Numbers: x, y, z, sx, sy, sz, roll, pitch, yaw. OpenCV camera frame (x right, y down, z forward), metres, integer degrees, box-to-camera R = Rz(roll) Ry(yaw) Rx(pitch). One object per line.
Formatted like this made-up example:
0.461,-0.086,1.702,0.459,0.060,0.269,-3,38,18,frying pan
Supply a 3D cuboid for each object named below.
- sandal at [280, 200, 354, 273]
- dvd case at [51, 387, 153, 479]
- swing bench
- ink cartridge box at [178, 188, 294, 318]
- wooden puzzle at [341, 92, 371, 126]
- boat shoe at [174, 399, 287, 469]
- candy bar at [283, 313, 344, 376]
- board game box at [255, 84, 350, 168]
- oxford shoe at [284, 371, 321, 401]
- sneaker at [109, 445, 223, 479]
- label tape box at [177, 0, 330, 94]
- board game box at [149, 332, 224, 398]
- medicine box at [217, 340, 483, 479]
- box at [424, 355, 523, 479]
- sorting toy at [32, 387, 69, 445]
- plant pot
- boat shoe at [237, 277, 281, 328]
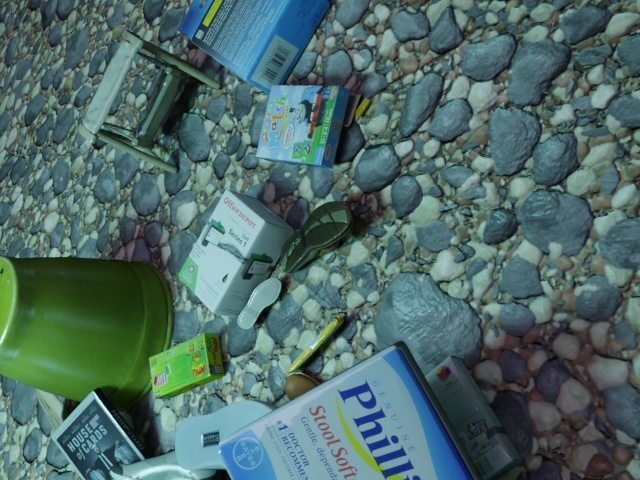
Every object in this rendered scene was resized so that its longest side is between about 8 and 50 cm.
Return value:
0.000,0.000,1.413,0.219,0.060,0.090,-44,44,40,sandal
-0.464,0.464,1.613,0.238,0.029,0.179,48,112,10,dvd case
-0.419,-0.333,1.757,0.165,0.255,0.253,38,102,42,swing bench
-0.176,0.026,1.531,0.160,0.092,0.219,38,102,42,ink cartridge box
0.048,-0.263,1.484,0.116,0.014,0.078,30,92,44,wooden puzzle
-0.107,0.359,1.310,0.367,0.156,0.136,-24,64,49,boat shoe
-0.010,0.194,1.366,0.018,0.040,0.161,45,108,12,candy bar
-0.040,-0.236,1.520,0.211,0.039,0.160,13,90,48,board game box
-0.015,0.308,1.306,0.076,0.076,0.212,-56,45,16,oxford shoe
-0.305,0.466,1.495,0.271,0.100,0.108,-4,59,27,sneaker
-0.159,-0.506,1.685,0.334,0.106,0.240,43,105,42,label tape box
-0.286,0.268,1.577,0.181,0.043,0.092,-27,65,33,board game box
0.054,0.323,1.037,0.289,0.149,0.263,-31,80,7,medicine box
0.201,0.296,1.142,0.145,0.038,0.186,-45,52,21,box
-0.623,0.430,1.774,0.193,0.038,0.208,27,133,43,sorting toy
-0.584,0.185,1.662,0.366,0.353,0.366,-15,67,37,plant pot
-0.120,0.123,1.486,0.046,0.038,0.125,33,103,-1,boat shoe
